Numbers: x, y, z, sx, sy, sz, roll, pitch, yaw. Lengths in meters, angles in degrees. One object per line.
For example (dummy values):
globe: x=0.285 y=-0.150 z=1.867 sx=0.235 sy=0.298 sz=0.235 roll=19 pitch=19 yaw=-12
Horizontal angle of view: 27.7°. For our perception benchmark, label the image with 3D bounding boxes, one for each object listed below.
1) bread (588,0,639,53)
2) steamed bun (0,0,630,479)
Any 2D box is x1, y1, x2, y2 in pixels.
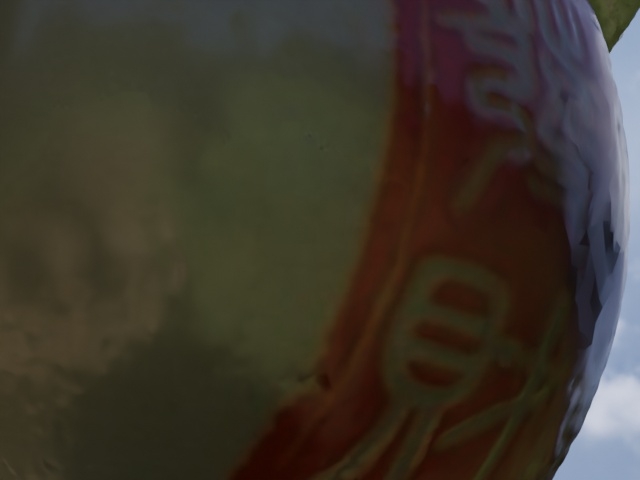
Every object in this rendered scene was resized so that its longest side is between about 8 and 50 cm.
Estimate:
bread: x=0.107 y=-0.239 z=0.761 sx=0.279 sy=0.250 sz=0.225 roll=25 pitch=-47 yaw=-36
steamed bun: x=0.000 y=0.000 z=0.538 sx=0.241 sy=0.374 sz=0.374 roll=10 pitch=-23 yaw=25
